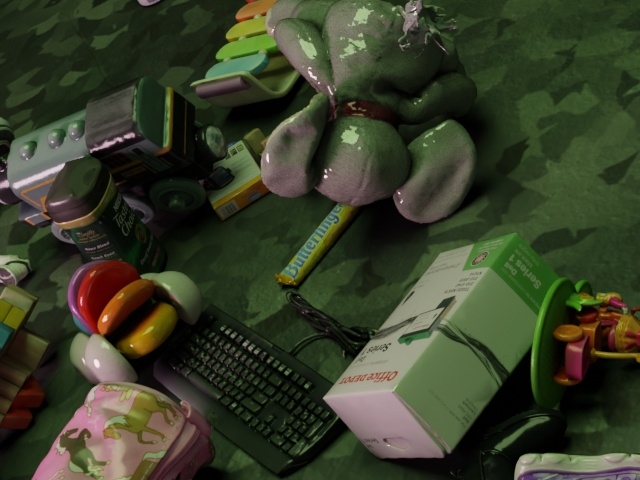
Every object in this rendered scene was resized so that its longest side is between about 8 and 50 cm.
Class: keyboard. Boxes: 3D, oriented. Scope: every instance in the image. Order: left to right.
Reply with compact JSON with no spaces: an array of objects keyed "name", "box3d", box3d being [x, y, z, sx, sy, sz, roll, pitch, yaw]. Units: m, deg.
[{"name":"keyboard","box3d":[-0.055,0.137,1.748,0.201,0.033,0.317,-42,36,-15]}]

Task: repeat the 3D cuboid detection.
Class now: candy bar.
[{"name":"candy bar","box3d":[0.000,0.000,1.887,0.040,0.018,0.161,11,52,45]}]

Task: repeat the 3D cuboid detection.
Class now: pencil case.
[{"name":"pencil case","box3d":[-0.252,0.320,1.561,0.167,0.160,0.386,20,52,10]}]

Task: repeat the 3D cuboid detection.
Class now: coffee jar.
[{"name":"coffee jar","box3d":[-0.278,-0.017,1.976,0.079,0.184,0.096,-14,39,25]}]

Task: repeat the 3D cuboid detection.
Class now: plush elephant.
[{"name":"plush elephant","box3d":[0.053,-0.149,1.847,0.330,0.272,0.255,-170,100,-78]}]

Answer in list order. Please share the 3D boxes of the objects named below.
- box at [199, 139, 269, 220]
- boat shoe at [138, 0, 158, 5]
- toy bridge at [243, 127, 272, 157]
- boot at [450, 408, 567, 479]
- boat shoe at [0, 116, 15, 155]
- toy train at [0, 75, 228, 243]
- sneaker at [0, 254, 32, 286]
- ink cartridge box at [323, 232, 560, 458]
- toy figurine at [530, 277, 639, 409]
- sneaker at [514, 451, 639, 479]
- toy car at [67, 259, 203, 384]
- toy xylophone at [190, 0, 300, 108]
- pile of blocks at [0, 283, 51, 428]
[{"name":"box","box3d":[-0.122,-0.086,2.083,0.081,0.028,0.136,-32,32,0]},{"name":"boat shoe","box3d":[-0.324,-0.503,2.712,0.095,0.084,0.258,-34,34,-3]},{"name":"toy bridge","box3d":[-0.053,-0.111,2.024,0.026,0.063,0.188,-38,18,-9]},{"name":"boot","box3d":[0.179,0.218,1.451,0.121,0.045,0.099,-20,36,21]},{"name":"boat shoe","box3d":[-0.568,-0.048,2.331,0.119,0.121,0.335,30,67,27]},{"name":"toy train","box3d":[-0.292,-0.105,2.060,0.334,0.190,0.142,-17,56,29]},{"name":"sneaker","box3d":[-0.450,0.039,2.180,0.109,0.040,0.044,15,39,43]},{"name":"ink cartridge box","box3d":[0.125,0.108,1.544,0.219,0.092,0.160,-49,13,-24]},{"name":"toy figurine","box3d":[0.305,0.102,1.467,0.159,0.130,0.173,8,22,26]},{"name":"sneaker","box3d":[0.259,0.228,1.376,0.170,0.068,0.071,-4,75,25]},{"name":"toy car","box3d":[-0.243,0.084,1.842,0.159,0.136,0.182,-45,14,-17]},{"name":"toy xylophone","box3d":[-0.041,-0.310,2.234,0.236,0.081,0.323,-13,37,36]},{"name":"pile of blocks","box3d":[-0.407,0.202,1.854,0.362,0.112,0.149,-65,4,-35]}]
